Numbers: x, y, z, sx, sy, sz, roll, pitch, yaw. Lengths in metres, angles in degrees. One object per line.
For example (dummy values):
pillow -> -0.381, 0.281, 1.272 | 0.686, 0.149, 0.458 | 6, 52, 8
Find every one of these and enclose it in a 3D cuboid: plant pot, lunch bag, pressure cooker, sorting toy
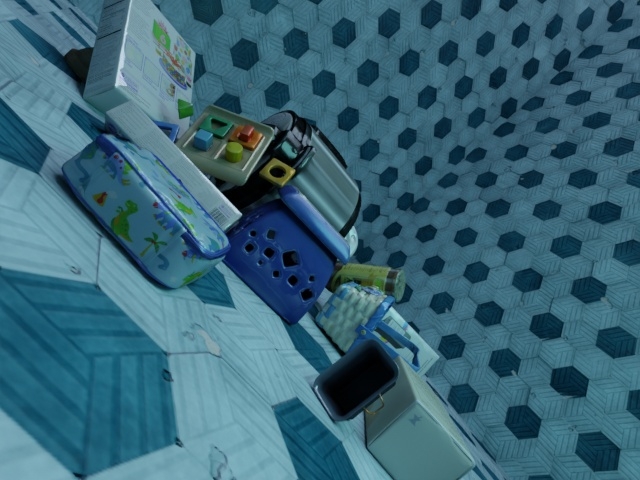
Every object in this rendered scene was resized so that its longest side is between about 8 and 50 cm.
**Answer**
plant pot -> -0.074, 0.010, 0.942 | 0.236, 0.212, 0.236 | 47, 2, -15
lunch bag -> -0.229, -0.041, 0.576 | 0.219, 0.090, 0.176 | 48, 0, -1
plant pot -> -0.545, -0.437, 1.109 | 0.237, 0.110, 0.237 | 46, 2, -2
pressure cooker -> -0.123, -0.173, 1.215 | 0.420, 0.370, 0.375 | 45, 23, -31
sorting toy -> -0.218, -0.231, 0.941 | 0.348, 0.195, 0.047 | 21, -35, 0

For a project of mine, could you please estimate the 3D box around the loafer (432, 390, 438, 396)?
loafer -> 0.315, 0.517, 1.318 | 0.109, 0.095, 0.302 | 17, -13, 18

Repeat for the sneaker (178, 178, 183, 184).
sneaker -> -0.265, -0.077, 0.744 | 0.061, 0.065, 0.158 | 49, 3, 28

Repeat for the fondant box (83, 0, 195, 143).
fondant box -> -0.434, -0.422, 1.030 | 0.238, 0.096, 0.329 | 43, 41, -60

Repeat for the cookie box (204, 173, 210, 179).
cookie box -> -0.372, -0.224, 1.472 | 0.092, 0.040, 0.107 | 45, 3, -29

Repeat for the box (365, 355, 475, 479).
box -> 0.178, 0.357, 0.824 | 0.148, 0.121, 0.311 | 48, 3, 6

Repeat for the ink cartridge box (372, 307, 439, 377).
ink cartridge box -> 0.225, 0.329, 1.424 | 0.306, 0.131, 0.226 | 46, -14, 2

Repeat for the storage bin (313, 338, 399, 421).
storage bin -> 0.073, 0.252, 0.704 | 0.098, 0.135, 0.091 | 49, -7, 35

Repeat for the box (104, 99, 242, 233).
box -> -0.298, -0.138, 0.837 | 0.324, 0.067, 0.063 | 46, -34, -4

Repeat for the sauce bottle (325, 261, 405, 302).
sauce bottle -> 0.095, 0.128, 1.328 | 0.345, 0.111, 0.111 | 3, -22, 28

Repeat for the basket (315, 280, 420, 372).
basket -> 0.146, 0.242, 1.126 | 0.289, 0.201, 0.255 | 40, 5, 11

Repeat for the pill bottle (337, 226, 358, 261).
pill bottle -> -0.003, 0.016, 1.481 | 0.161, 0.161, 0.283 | 47, -28, -11
